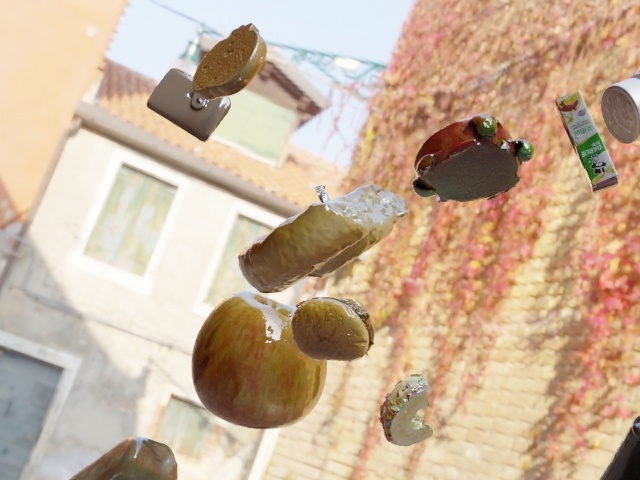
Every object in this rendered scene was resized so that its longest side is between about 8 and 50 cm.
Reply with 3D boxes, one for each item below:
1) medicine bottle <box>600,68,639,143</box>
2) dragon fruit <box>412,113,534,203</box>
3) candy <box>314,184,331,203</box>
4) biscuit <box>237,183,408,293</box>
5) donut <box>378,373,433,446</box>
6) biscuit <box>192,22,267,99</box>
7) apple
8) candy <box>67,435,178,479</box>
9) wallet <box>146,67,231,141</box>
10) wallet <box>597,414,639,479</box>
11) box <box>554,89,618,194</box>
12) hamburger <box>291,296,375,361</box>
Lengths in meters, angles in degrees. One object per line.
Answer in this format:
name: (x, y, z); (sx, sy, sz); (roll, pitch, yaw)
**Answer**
medicine bottle: (0.778, -0.320, 2.110); (0.293, 0.170, 0.170); (-19, -6, -14)
dragon fruit: (0.354, -0.192, 2.275); (0.295, 0.130, 0.268); (-15, -41, 7)
candy: (0.015, -0.082, 2.068); (0.083, 0.030, 0.020); (61, -31, 3)
biscuit: (0.001, 0.001, 1.287); (0.213, 0.091, 0.274); (-31, 0, 28)
donut: (0.163, 0.342, 1.889); (0.065, 0.108, 0.166); (50, -25, 45)
biscuit: (-0.162, -0.332, 1.811); (0.170, 0.170, 0.050); (5, -28, 47)
apple: (-0.113, 0.220, 1.826); (0.264, 0.264, 0.264); (18, -13, 4)
candy: (-0.331, 0.402, 1.533); (0.104, 0.234, 0.102); (43, 22, -21)
wallet: (-0.272, -0.287, 2.005); (0.153, 0.118, 0.039); (29, -19, 4)
wallet: (0.549, 0.452, 1.560); (0.228, 0.062, 0.406); (19, -48, 9)
box: (0.483, -0.179, 1.748); (0.050, 0.207, 0.041); (-21, -32, 11)
hamburger: (0.013, 0.090, 0.976); (0.083, 0.044, 0.076); (0, -64, 23)
